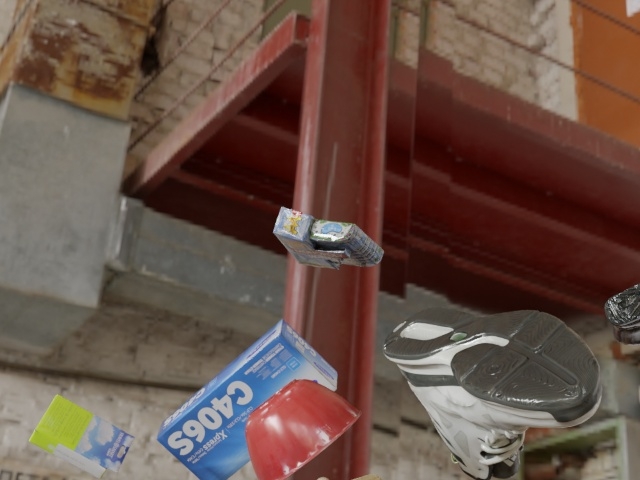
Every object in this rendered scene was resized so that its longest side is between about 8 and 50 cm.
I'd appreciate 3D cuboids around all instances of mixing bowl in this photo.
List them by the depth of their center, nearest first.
[{"bbox_3d":[-0.041,0.264,1.443,0.098,0.181,0.181,52,-33,4],"label":"mixing bowl"}]

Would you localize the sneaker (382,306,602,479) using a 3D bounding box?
[{"bbox_3d":[0.289,0.247,1.497,0.258,0.169,0.447,59,-20,-17],"label":"sneaker"}]

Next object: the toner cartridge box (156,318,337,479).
[{"bbox_3d":[-0.147,0.331,2.007,0.348,0.075,0.165,-42,-77,15],"label":"toner cartridge box"}]

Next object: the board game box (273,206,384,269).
[{"bbox_3d":[0.000,0.000,2.034,0.194,0.060,0.194,7,-17,32],"label":"board game box"}]

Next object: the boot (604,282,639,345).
[{"bbox_3d":[0.747,0.142,2.203,0.246,0.094,0.207,-25,-26,14],"label":"boot"}]

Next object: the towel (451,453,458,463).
[{"bbox_3d":[0.289,0.332,1.783,0.027,0.148,0.110,40,9,19],"label":"towel"}]

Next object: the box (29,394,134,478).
[{"bbox_3d":[-0.466,0.388,1.974,0.178,0.109,0.042,31,-57,-8],"label":"box"}]

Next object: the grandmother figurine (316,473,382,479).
[{"bbox_3d":[0.046,0.504,1.728,0.104,0.208,0.342,-15,-28,-21],"label":"grandmother figurine"}]
